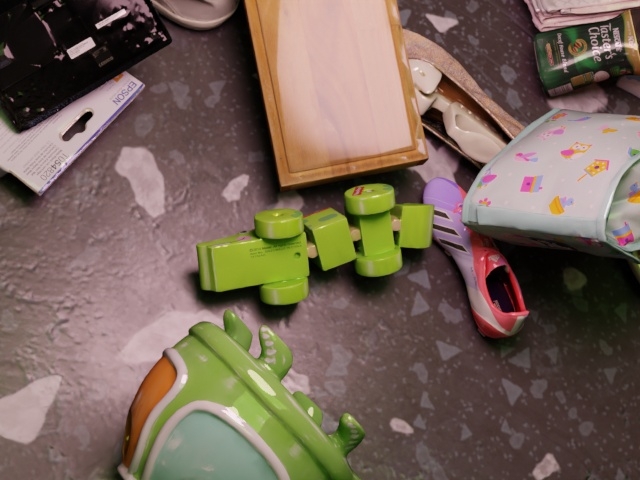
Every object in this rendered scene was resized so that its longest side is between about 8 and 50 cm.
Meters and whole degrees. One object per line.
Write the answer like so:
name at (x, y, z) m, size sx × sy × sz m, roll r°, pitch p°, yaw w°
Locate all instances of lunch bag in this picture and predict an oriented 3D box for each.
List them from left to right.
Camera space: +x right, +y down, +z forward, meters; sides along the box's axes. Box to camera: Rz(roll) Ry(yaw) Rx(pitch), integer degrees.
lunch bag at (0.339, -0.063, 1.548) m, size 0.262 × 0.223 × 0.160 m, roll -32°, pitch 121°, yaw -40°

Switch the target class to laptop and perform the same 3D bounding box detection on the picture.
laptop at (-0.368, -0.315, 1.539) m, size 0.234 × 0.136 × 0.264 m, roll -34°, pitch 108°, yaw -12°

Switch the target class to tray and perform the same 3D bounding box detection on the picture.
tray at (0.005, -0.288, 1.605) m, size 0.202 × 0.076 × 0.411 m, roll -11°, pitch 87°, yaw -3°

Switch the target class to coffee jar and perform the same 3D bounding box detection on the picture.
coffee jar at (0.416, -0.283, 1.767) m, size 0.184 × 0.079 × 0.096 m, roll -13°, pitch 69°, yaw 17°

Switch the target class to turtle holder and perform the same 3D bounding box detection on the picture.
turtle holder at (-0.088, 0.254, 1.370) m, size 0.227 × 0.243 × 0.320 m, roll -43°, pitch 125°, yaw -13°

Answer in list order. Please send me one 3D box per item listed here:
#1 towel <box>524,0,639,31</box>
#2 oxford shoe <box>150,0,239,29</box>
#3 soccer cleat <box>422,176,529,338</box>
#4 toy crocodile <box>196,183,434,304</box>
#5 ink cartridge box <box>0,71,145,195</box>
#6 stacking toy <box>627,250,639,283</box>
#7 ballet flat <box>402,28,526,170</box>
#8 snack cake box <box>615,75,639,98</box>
towel at (0.441, -0.492, 1.872) m, size 0.316 × 0.053 × 0.332 m, roll -11°, pitch 62°, yaw -10°
oxford shoe at (-0.300, -0.459, 1.642) m, size 0.449 × 0.130 × 0.169 m, roll 33°, pitch 66°, yaw 1°
soccer cleat at (0.216, 0.015, 1.617) m, size 0.083 × 0.095 × 0.248 m, roll -14°, pitch 73°, yaw -22°
toy crocodile at (0.000, 0.000, 1.556) m, size 0.340 × 0.105 × 0.115 m, roll -15°, pitch 108°, yaw -17°
ink cartridge box at (-0.384, -0.193, 1.547) m, size 0.224 × 0.045 × 0.223 m, roll 39°, pitch 63°, yaw 0°
stacking toy at (0.645, -0.075, 1.565) m, size 0.350 × 0.480 × 0.351 m, roll 4°, pitch 73°, yaw -12°
ballet flat at (0.180, -0.191, 1.677) m, size 0.316 × 0.108 × 0.106 m, roll 35°, pitch 33°, yaw 0°
snack cake box at (0.615, -0.258, 1.863) m, size 0.264 × 0.089 × 0.152 m, roll 28°, pitch 64°, yaw -4°
